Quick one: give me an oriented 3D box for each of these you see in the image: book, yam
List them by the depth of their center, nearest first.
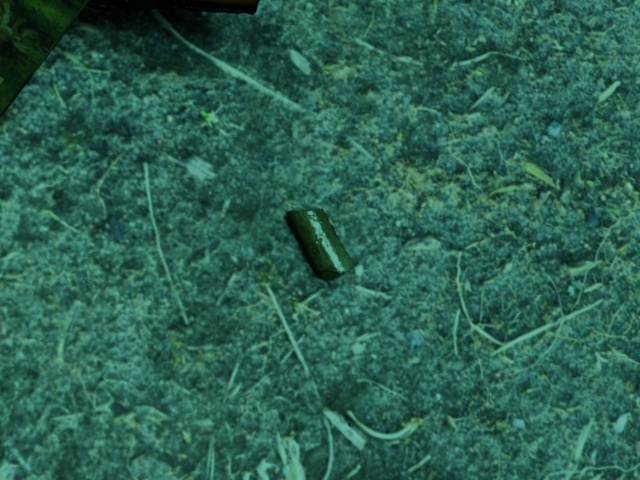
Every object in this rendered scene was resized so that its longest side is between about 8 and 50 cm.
[{"bbox_3d":[-0.344,-0.237,1.670,0.160,0.228,0.024,40,28,-7],"label":"book"},{"bbox_3d":[0.000,0.000,1.853,0.043,0.043,0.094,-23,83,-33],"label":"yam"}]

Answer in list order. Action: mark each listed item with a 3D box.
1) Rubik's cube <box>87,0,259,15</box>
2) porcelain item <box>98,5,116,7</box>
[{"bbox_3d":[-0.184,-0.439,1.746,0.283,0.293,0.288,0,52,-31],"label":"Rubik's cube"},{"bbox_3d":[-0.324,-0.294,1.784,0.216,0.069,0.081,8,41,-26],"label":"porcelain item"}]
